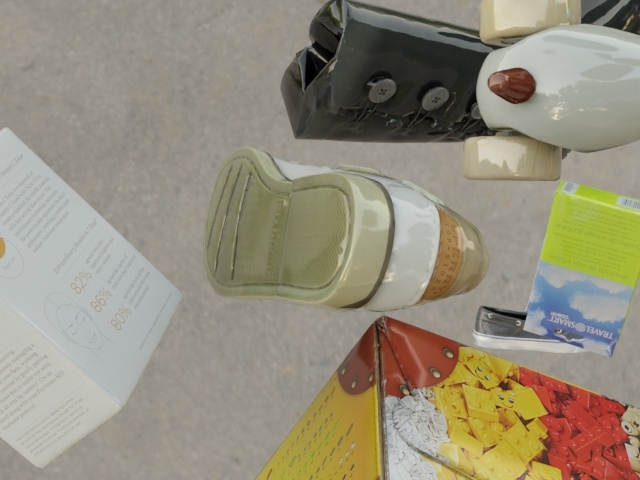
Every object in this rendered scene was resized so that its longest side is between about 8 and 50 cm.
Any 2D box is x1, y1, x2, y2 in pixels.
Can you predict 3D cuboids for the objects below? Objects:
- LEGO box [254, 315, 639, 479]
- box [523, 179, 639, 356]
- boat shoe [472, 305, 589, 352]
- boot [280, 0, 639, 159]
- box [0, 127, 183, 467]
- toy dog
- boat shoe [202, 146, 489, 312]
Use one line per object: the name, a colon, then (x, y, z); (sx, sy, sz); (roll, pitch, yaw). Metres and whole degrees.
LEGO box: (0.090, 0.335, 0.729); (0.372, 0.500, 0.193); (21, 37, -17)
box: (0.296, 0.032, 1.053); (0.109, 0.178, 0.042); (17, 30, 18)
boat shoe: (0.364, 0.135, 1.557); (0.228, 0.076, 0.080); (2, 13, 5)
boot: (0.206, -0.272, 1.283); (0.445, 0.367, 0.146); (6, 40, -23)
box: (-0.195, 0.035, 0.621); (0.091, 0.170, 0.130); (-37, 17, 27)
toy dog: (0.251, -0.120, 0.717); (0.334, 0.161, 0.220); (-18, 91, 21)
boat shoe: (0.000, 0.000, 0.663); (0.103, 0.302, 0.113); (11, 95, -24)
